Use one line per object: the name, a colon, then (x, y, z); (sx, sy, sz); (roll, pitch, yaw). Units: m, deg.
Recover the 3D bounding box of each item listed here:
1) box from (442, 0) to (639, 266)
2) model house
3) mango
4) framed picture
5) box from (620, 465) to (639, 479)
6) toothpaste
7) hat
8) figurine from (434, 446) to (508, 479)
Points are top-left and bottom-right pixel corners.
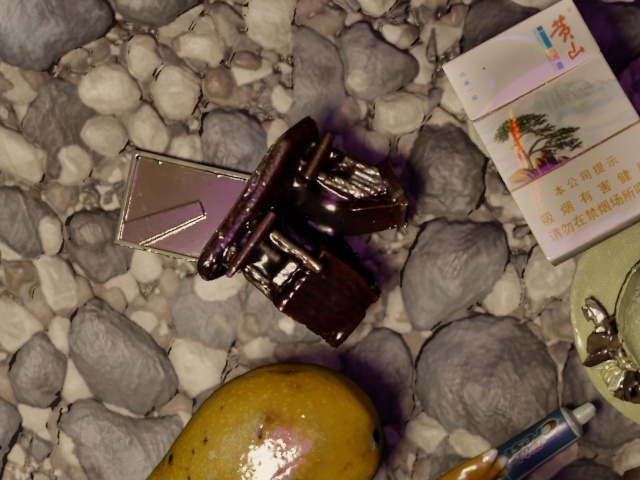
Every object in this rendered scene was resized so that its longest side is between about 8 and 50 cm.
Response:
box: (0.243, -0.110, 1.340); (0.149, 0.067, 0.233); (-29, 76, 8)
model house: (0.000, -0.006, 1.369); (0.164, 0.141, 0.203); (33, 94, 19)
mango: (-0.083, 0.258, 1.376); (0.329, 0.176, 0.175); (-43, 125, 5)
framed picture: (-0.147, -0.032, 1.459); (0.149, 0.011, 0.109); (13, 93, 10)
box: (0.378, 0.293, 1.262); (0.215, 0.215, 0.086); (23, 80, 10)
toothpaste: (0.206, 0.229, 1.387); (0.197, 0.035, 0.057); (-37, 69, 11)
hat: (0.370, 0.076, 1.304); (0.257, 0.130, 0.257); (0, 91, 11)
figurine: (0.175, 0.424, 1.230); (0.268, 0.401, 0.387); (-9, 52, -20)
